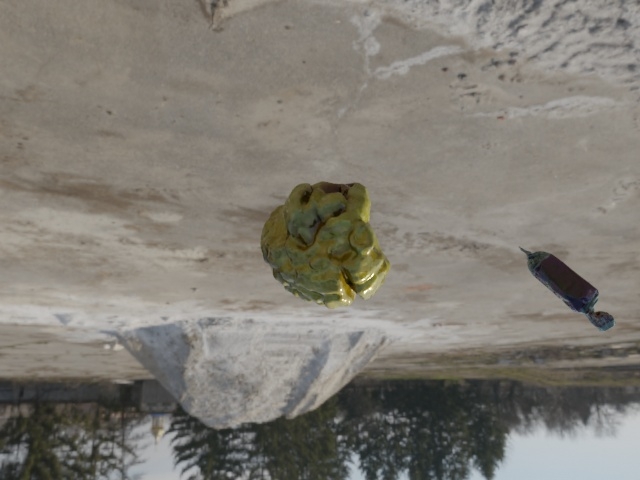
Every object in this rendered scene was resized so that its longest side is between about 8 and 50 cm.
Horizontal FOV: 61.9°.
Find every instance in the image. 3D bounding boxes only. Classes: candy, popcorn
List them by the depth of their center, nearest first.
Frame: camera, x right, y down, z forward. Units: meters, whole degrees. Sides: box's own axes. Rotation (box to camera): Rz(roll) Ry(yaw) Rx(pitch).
[{"bbox_3d":[0.360,0.063,0.786,0.043,0.175,0.045,-37,149,-6],"label":"candy"},{"bbox_3d":[0.000,0.000,0.860,0.200,0.226,0.203,-22,136,-1],"label":"popcorn"}]
